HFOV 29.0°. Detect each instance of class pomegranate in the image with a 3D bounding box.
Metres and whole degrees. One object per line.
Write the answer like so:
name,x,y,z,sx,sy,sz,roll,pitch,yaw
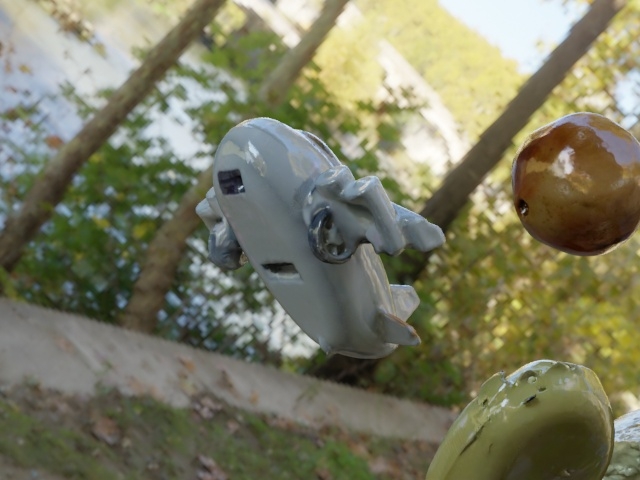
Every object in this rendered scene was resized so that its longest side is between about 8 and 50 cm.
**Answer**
pomegranate,0.364,-0.079,1.744,0.209,0.209,0.209,46,6,-6

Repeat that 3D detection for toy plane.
toy plane,0.000,0.000,1.025,0.245,0.117,0.244,29,-35,23

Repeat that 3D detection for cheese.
cheese,0.245,0.257,1.490,0.128,0.260,0.315,45,-35,37

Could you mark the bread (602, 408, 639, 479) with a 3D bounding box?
bread,0.464,0.361,1.856,0.245,0.424,0.329,-122,-165,-53
